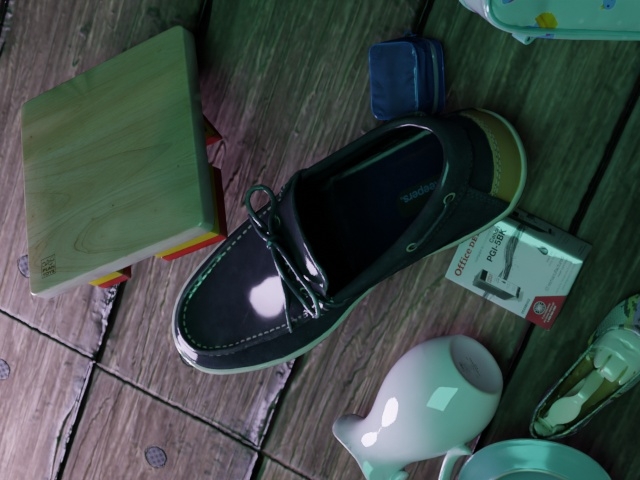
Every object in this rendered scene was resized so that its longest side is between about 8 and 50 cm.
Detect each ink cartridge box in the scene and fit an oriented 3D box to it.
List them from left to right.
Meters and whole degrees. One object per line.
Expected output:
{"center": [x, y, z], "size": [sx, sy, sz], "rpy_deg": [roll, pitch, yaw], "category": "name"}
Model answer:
{"center": [0.222, 0.024, 1.699], "size": [0.135, 0.056, 0.099], "rpy_deg": [27, 116, 11], "category": "ink cartridge box"}

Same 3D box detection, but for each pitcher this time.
{"center": [0.128, 0.223, 1.759], "size": [0.207, 0.125, 0.178], "rpy_deg": [-46, 62, 33], "category": "pitcher"}

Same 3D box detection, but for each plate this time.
{"center": [0.252, 0.304, 1.769], "size": [0.188, 0.024, 0.188], "rpy_deg": [7, 131, 8], "category": "plate"}

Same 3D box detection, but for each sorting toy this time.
{"center": [-0.223, -0.081, 1.770], "size": [0.257, 0.089, 0.256], "rpy_deg": [-22, 63, 29], "category": "sorting toy"}

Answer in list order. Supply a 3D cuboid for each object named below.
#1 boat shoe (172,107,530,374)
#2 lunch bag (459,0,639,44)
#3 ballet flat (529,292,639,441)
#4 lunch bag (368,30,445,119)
{"center": [0.000, 0.000, 1.694], "size": [0.500, 0.156, 0.187], "rpy_deg": [-30, 69, 30], "category": "boat shoe"}
{"center": [0.264, -0.301, 1.463], "size": [0.279, 0.108, 0.224], "rpy_deg": [0, 119, -21], "category": "lunch bag"}
{"center": [0.311, 0.153, 1.696], "size": [0.077, 0.079, 0.221], "rpy_deg": [41, 118, 7], "category": "ballet flat"}
{"center": [0.098, -0.182, 1.669], "size": [0.067, 0.065, 0.099], "rpy_deg": [5, 101, 37], "category": "lunch bag"}
